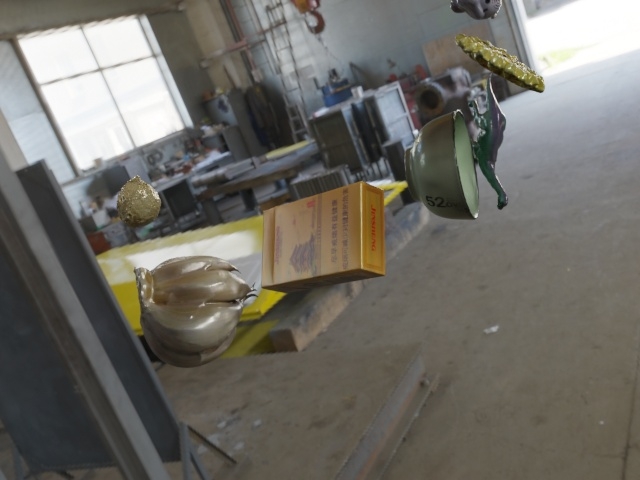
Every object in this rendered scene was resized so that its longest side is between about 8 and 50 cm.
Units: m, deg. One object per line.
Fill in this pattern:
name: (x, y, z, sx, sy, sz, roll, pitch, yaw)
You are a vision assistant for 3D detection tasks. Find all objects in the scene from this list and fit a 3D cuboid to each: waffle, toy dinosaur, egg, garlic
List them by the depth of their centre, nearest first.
garlic: (-0.283, 0.156, 1.421, 0.292, 0.237, 0.210, 12, -30, -16)
egg: (-0.484, -0.098, 1.690, 0.116, 0.140, 0.118, -5, 48, -28)
waffle: (0.480, -0.481, 1.710, 0.056, 0.261, 0.250, -58, 21, 26)
toy dinosaur: (0.579, -0.331, 2.074, 0.130, 0.383, 0.331, 3, 25, -13)

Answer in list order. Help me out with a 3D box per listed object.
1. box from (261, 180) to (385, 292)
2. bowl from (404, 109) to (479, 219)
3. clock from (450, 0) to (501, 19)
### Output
box: (0.000, 0.000, 1.265, 0.274, 0.174, 0.076, -14, -22, 41)
bowl: (0.381, -0.227, 2.034, 0.185, 0.353, 0.354, -8, 18, 22)
clock: (0.461, -0.780, 1.947, 0.189, 0.254, 0.188, -26, 41, 26)
